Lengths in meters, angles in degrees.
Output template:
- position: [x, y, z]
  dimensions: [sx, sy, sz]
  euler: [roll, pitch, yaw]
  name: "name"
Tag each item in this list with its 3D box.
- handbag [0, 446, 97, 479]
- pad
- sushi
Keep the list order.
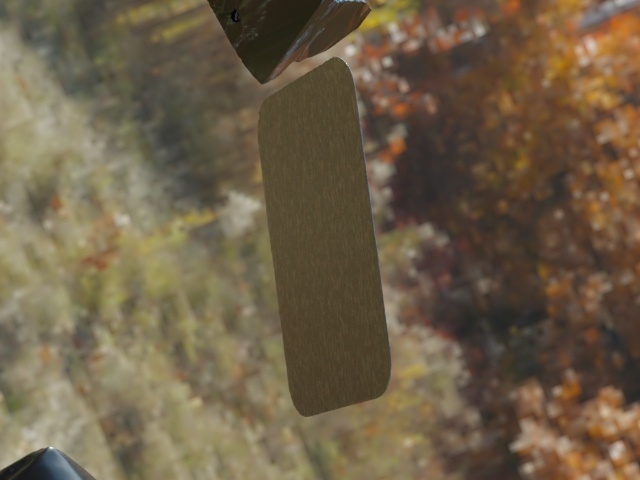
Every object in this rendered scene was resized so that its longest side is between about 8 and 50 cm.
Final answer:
- position: [-0.108, 0.297, 1.246]
  dimensions: [0.302, 0.178, 0.275]
  euler: [43, -18, 19]
  name: "handbag"
- position: [0.000, 0.000, 1.541]
  dimensions: [0.176, 0.002, 0.266]
  euler: [-24, -109, 61]
  name: "pad"
- position: [-0.022, -0.128, 0.918]
  dimensions: [0.084, 0.056, 0.083]
  euler: [45, 31, 10]
  name: "sushi"
